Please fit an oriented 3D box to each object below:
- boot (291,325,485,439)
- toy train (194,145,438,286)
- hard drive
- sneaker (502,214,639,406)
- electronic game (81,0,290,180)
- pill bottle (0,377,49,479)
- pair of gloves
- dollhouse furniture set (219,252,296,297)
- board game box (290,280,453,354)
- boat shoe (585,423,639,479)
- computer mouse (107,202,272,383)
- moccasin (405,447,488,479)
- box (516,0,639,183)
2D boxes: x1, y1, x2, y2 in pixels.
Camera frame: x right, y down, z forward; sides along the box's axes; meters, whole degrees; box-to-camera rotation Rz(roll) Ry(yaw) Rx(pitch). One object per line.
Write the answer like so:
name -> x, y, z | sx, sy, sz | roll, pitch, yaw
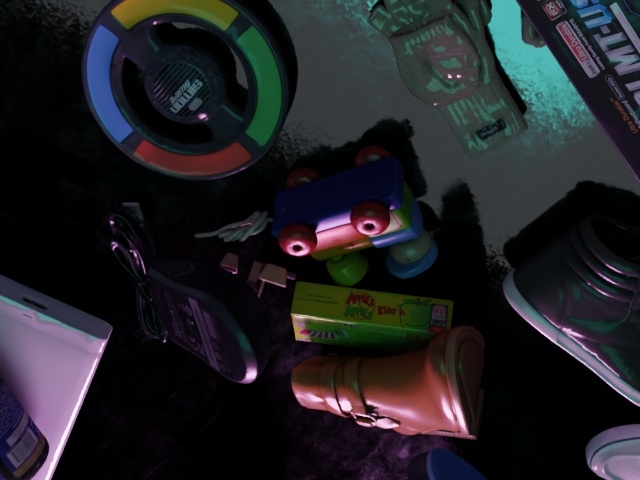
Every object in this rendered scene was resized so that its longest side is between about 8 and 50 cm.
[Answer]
boot -> 0.075, 0.156, 1.186 | 0.220, 0.109, 0.283 | 8, 164, 13
toy train -> 0.000, 0.000, 1.169 | 0.248, 0.105, 0.143 | -17, 134, 24
hard drive -> -0.419, 0.191, 1.382 | 0.203, 0.040, 0.308 | 25, 121, -5
sneaker -> 0.361, 0.085, 1.139 | 0.295, 0.105, 0.147 | 33, 126, -6
electronic game -> -0.145, -0.168, 1.110 | 0.229, 0.048, 0.229 | 4, 121, 7
pill bottle -> -0.450, 0.217, 1.307 | 0.122, 0.123, 0.219 | -19, 115, 20
pair of gloves -> 0.190, -0.213, 1.028 | 0.240, 0.042, 0.204 | -33, 114, 28
dollhouse furniture set -> -0.082, 0.063, 1.185 | 0.091, 0.114, 0.081 | 18, 86, -1
board game box -> 0.060, 0.094, 1.211 | 0.181, 0.043, 0.092 | 7, 157, 6
boat shoe -> 0.456, 0.292, 1.261 | 0.258, 0.084, 0.095 | 7, 122, 6
computer mouse -> -0.135, 0.066, 1.183 | 0.272, 0.072, 0.189 | 27, 138, 44
moccasin -> 0.203, 0.415, 1.353 | 0.116, 0.138, 0.342 | -27, 112, 28
box -> 0.327, -0.205, 0.815 | 0.293, 0.073, 0.295 | -29, 110, 29
